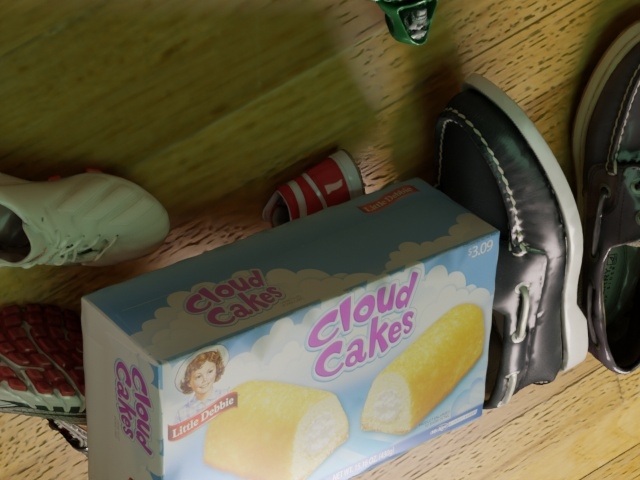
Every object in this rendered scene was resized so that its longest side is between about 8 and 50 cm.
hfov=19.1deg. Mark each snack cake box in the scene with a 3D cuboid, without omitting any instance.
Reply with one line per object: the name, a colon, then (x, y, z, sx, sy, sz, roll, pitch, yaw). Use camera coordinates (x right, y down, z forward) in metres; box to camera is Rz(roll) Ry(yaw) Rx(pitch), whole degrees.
snack cake box: (-0.016, 0.076, 1.198, 0.264, 0.089, 0.152, -21, 129, -32)

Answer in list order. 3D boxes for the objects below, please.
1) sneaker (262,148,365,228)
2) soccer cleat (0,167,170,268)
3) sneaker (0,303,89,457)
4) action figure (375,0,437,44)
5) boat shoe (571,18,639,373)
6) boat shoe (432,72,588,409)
sneaker: (0.000, 0.000, 1.270, 0.067, 0.042, 0.118, -26, 129, -17)
soccer cleat: (-0.168, -0.009, 1.127, 0.196, 0.076, 0.068, 13, 118, -40)
sneaker: (-0.148, 0.106, 1.232, 0.225, 0.088, 0.093, 14, 119, -40)
action figure: (0.062, -0.213, 1.118, 0.137, 0.063, 0.232, -18, 138, -24)
boat shoe: (0.232, -0.027, 1.361, 0.103, 0.092, 0.285, -11, 131, -26)
boat shoe: (0.119, 0.014, 1.309, 0.091, 0.114, 0.302, -34, 137, -12)
